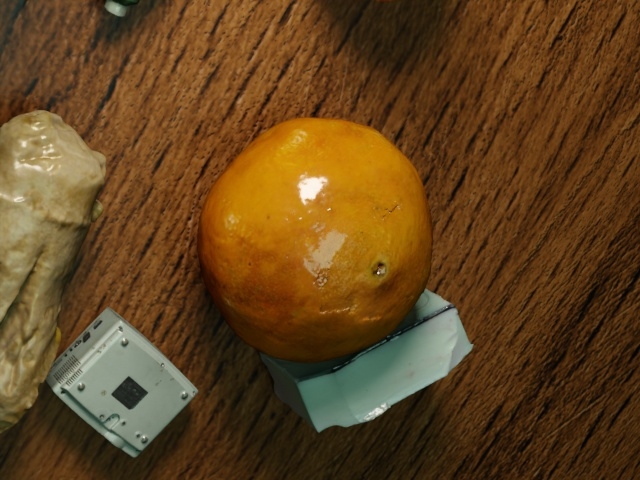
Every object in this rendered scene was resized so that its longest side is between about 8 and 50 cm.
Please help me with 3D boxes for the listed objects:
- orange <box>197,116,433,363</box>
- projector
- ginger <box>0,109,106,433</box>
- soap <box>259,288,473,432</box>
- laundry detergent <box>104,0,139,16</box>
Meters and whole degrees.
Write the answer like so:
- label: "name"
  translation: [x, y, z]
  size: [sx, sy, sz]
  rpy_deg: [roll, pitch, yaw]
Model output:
- label: "orange"
  translation: [0.000, 0.000, 1.309]
  size: [0.284, 0.226, 0.283]
  rpy_deg: [-17, 120, -32]
- label: "projector"
  translation: [-0.229, 0.167, 1.333]
  size: [0.115, 0.061, 0.147]
  rpy_deg: [-46, 124, -6]
- label: "ginger"
  translation: [-0.323, 0.039, 1.186]
  size: [0.190, 0.126, 0.353]
  rpy_deg: [0, 107, -37]
- label: "soap"
  translation: [0.060, 0.136, 1.442]
  size: [0.231, 0.145, 0.091]
  rpy_deg: [-30, 121, -19]
- label: "laundry detergent"
  translation: [-0.164, -0.326, 1.170]
  size: [0.137, 0.063, 0.210]
  rpy_deg: [-6, 122, -63]
